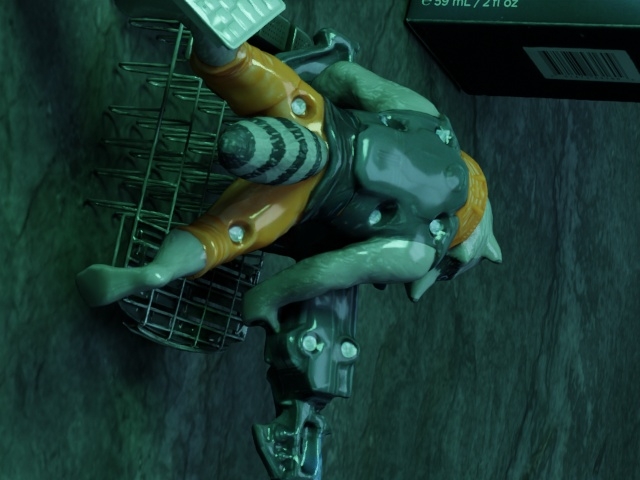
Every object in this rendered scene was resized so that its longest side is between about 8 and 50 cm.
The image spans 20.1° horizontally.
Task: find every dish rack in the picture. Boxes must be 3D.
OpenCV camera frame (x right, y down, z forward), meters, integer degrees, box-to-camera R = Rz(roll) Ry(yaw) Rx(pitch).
[{"bbox_3d":[-0.090,-0.058,1.298,0.208,0.074,0.272,25,75,-60],"label":"dish rack"}]

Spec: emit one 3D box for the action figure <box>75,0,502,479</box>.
[{"bbox_3d":[0.000,0.000,1.201,0.330,0.178,0.341,7,78,-45],"label":"action figure"}]

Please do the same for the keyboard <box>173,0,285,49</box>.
[{"bbox_3d":[-0.124,-0.221,1.083,0.256,0.014,0.072,47,45,-3],"label":"keyboard"}]

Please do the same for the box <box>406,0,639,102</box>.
[{"bbox_3d":[0.268,-0.299,1.706,0.183,0.296,0.294,41,58,-58],"label":"box"}]
